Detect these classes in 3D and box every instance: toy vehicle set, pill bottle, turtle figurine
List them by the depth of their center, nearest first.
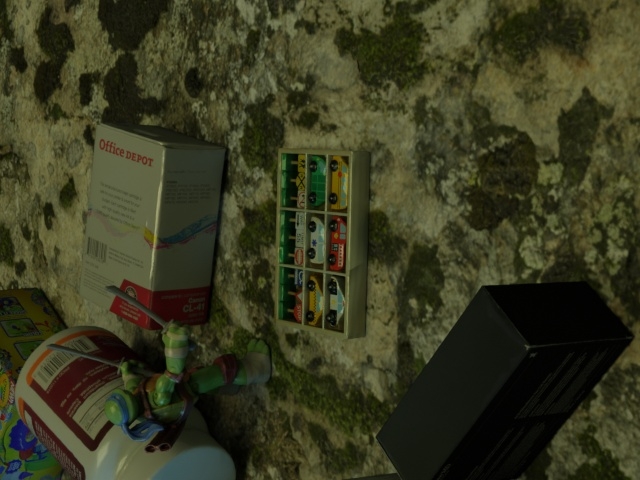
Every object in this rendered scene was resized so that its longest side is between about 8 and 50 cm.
[{"bbox_3d":[0.000,0.000,1.739,0.166,0.035,0.267,6,96,49],"label":"toy vehicle set"},{"bbox_3d":[-0.228,0.174,1.833,0.274,0.266,0.198,49,126,35],"label":"turtle figurine"},{"bbox_3d":[-0.324,0.321,1.984,0.392,0.224,0.224,34,116,43],"label":"pill bottle"}]

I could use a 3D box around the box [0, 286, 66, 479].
[{"bbox_3d":[-0.608,0.292,2.345,0.279,0.177,0.290,45,124,37],"label":"box"}]

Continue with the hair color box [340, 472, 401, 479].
[{"bbox_3d":[0.193,0.362,1.371,0.374,0.185,0.113,8,97,60],"label":"hair color box"}]

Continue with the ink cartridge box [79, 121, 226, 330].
[{"bbox_3d":[-0.283,-0.028,1.991,0.226,0.131,0.306,21,106,47],"label":"ink cartridge box"}]

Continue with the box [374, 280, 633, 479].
[{"bbox_3d":[0.210,0.173,1.395,0.103,0.184,0.261,54,128,32],"label":"box"}]
